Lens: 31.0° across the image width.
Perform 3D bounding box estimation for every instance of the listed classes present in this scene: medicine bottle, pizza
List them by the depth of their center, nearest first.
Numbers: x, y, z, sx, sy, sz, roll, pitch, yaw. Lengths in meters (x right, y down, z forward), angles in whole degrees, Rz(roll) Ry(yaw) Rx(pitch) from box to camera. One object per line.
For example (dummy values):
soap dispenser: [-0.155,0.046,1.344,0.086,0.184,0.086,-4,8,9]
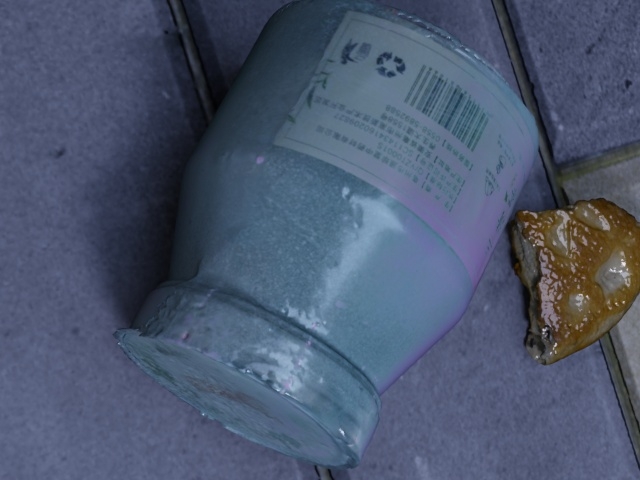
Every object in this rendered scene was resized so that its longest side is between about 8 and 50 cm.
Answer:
medicine bottle: [0.000,0.000,0.873,0.245,0.245,0.290,36,69,-18]
pizza: [0.234,0.026,1.094,0.161,0.062,0.182,44,70,-22]
